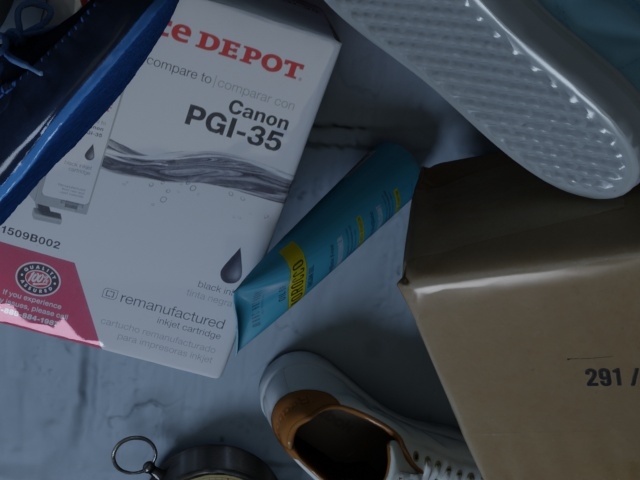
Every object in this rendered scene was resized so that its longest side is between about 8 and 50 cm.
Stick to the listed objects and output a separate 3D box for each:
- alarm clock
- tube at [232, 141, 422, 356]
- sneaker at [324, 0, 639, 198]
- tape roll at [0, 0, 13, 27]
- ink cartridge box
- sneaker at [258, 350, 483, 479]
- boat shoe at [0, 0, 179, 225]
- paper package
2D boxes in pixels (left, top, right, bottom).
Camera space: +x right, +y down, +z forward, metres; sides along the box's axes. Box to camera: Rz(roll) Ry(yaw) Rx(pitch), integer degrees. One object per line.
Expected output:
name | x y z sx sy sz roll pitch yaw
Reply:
alarm clock | -0.110 0.234 0.968 0.129 0.064 0.192 -42 113 10
tube | 0.000 0.000 0.833 0.207 0.052 0.080 -43 149 -31
sneaker | 0.101 -0.196 0.724 0.366 0.135 0.150 45 61 -11
tape roll | -0.332 -0.197 0.706 0.246 0.169 0.246 -1 109 -4
ink cartridge box | -0.129 -0.064 0.819 0.207 0.117 0.283 16 109 -12
sneaker | 0.071 0.213 0.953 0.290 0.123 0.106 30 103 -19
boat shoe | -0.198 -0.088 0.685 0.258 0.109 0.089 -43 94 14
paper package | 0.263 0.075 0.825 0.325 0.168 0.309 -9 124 24
